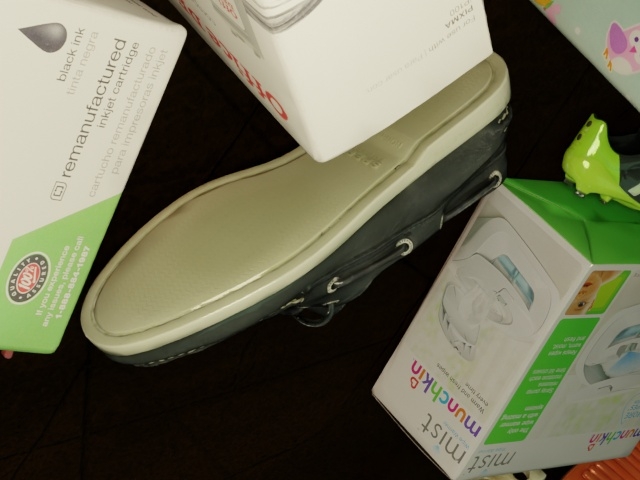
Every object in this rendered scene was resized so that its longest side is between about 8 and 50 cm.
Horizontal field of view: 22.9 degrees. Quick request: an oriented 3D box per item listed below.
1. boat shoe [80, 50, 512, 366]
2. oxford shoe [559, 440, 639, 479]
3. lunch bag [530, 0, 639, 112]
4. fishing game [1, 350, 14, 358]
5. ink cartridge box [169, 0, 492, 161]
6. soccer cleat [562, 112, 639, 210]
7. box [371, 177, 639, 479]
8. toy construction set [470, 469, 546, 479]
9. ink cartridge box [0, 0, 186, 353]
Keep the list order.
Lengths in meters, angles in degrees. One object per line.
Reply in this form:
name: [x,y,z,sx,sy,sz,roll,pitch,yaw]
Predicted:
boat shoe: [-0.002,-0.002,1.075,0.340,0.127,0.113,-39,134,-21]
oxford shoe: [0.272,0.333,1.738,0.363,0.130,0.133,-44,179,-9]
lunch bag: [0.282,-0.182,1.073,0.262,0.223,0.160,-9,139,-41]
fishing game: [-0.269,0.039,0.932,0.264,0.041,0.189,-7,132,-43]
ink cartridge box: [-0.036,-0.202,0.754,0.117,0.207,0.283,-34,144,-10]
soccer cleat: [0.285,-0.053,1.320,0.179,0.060,0.072,17,110,-25]
box: [0.209,0.074,1.365,0.262,0.127,0.231,2,124,-46]
toy construction set: [0.120,0.311,1.505,0.215,0.151,0.328,-2,125,-11]
ink cartridge box: [-0.229,-0.060,0.777,0.273,0.115,0.198,8,111,-48]
